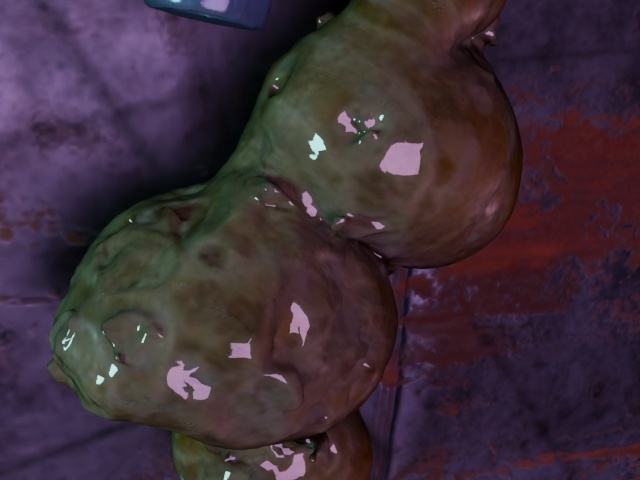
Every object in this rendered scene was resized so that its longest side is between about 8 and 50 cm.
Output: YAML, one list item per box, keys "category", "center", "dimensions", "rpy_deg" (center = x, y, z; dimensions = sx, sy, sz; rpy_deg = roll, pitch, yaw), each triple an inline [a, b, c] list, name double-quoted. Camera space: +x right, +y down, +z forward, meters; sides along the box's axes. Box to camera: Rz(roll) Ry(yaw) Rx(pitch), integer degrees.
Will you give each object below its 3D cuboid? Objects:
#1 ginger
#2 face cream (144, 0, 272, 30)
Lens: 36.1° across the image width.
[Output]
- category: "ginger"
  center: [0.000, 0.000, 0.580]
  dimensions: [0.256, 0.176, 0.375]
  rpy_deg: [27, 94, -47]
- category: "face cream"
  center: [-0.021, -0.304, 0.505]
  dimensions: [0.136, 0.086, 0.385]
  rpy_deg: [9, 100, -26]
